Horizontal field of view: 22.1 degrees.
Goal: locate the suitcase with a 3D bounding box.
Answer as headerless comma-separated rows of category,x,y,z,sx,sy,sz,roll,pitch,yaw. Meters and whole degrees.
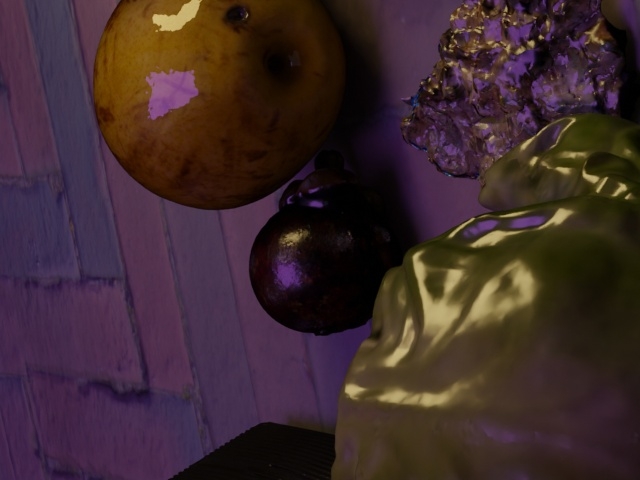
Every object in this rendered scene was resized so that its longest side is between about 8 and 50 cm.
suitcase,-0.047,0.321,1.871,0.335,0.230,0.152,1,116,60

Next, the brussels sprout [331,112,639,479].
brussels sprout,0.231,0.114,1.184,0.361,0.425,0.342,1,132,36

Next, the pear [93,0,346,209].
pear,-0.106,-0.170,1.729,0.281,0.281,0.280,32,129,50

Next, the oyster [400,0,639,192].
oyster,0.172,-0.130,1.461,0.260,0.092,0.198,-7,100,57

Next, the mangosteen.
mangosteen,0.003,0.010,1.724,0.172,0.172,0.184,17,117,56
